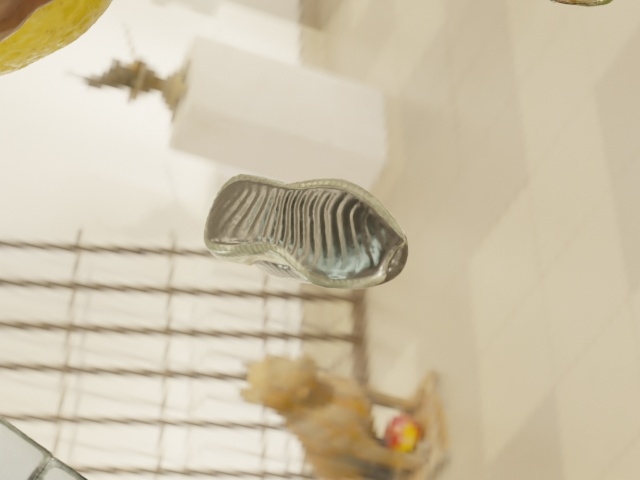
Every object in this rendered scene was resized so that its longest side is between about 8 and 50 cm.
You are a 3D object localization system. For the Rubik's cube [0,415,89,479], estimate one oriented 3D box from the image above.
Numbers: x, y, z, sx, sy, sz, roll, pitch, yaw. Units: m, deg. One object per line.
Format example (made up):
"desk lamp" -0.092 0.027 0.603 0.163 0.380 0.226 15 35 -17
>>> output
"Rubik's cube" -0.268 0.345 1.383 0.256 0.259 0.253 -58 5 -38

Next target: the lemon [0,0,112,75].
"lemon" -0.269 -0.250 1.228 0.322 0.268 0.268 64 -146 -67

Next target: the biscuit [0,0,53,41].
"biscuit" -0.282 -0.172 0.651 0.395 0.342 0.166 -39 19 -11

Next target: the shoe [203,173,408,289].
"shoe" 0.000 0.000 1.552 0.227 0.112 0.099 12 79 36

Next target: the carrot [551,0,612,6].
"carrot" 0.088 -0.211 1.164 0.049 0.254 0.049 17 -90 -78
